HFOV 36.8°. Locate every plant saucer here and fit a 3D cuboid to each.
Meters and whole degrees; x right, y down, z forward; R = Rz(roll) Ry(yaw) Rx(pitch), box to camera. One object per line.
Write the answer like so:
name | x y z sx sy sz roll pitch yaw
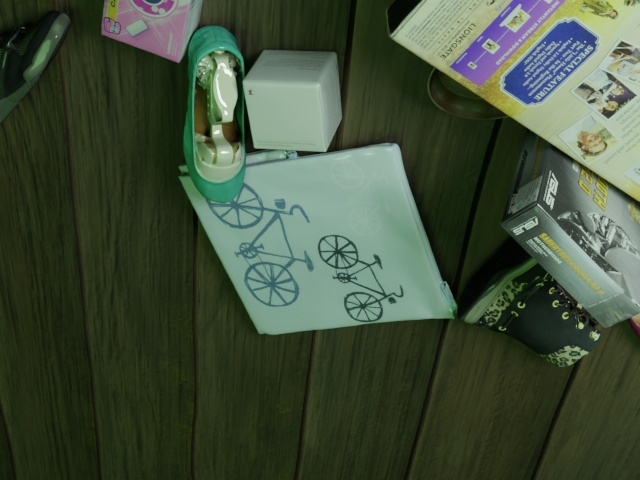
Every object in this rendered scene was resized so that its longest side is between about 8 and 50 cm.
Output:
plant saucer | 0.207 -0.198 1.118 0.168 0.029 0.168 -4 154 -2

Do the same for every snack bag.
snack bag | 0.000 0.000 1.383 0.343 0.037 0.323 -7 125 24

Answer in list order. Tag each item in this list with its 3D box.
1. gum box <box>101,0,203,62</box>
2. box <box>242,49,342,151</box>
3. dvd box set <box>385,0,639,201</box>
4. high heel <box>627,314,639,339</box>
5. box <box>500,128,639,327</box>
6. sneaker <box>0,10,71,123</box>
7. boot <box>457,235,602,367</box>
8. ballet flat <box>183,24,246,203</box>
gum box | -0.197 -0.325 1.171 0.107 0.062 0.188 21 131 2
box | -0.033 -0.177 1.217 0.101 0.087 0.102 5 128 15
dvd box set | 0.323 -0.223 0.979 0.420 0.062 0.307 27 126 -24
high heel | 0.429 0.081 1.247 0.082 0.117 0.244 -2 126 20
box | 0.306 -0.041 1.116 0.183 0.231 0.056 42 133 -15
sneaker | -0.433 -0.253 1.292 0.130 0.087 0.227 40 135 -22
boot | 0.319 0.068 1.303 0.179 0.085 0.236 30 131 -12
ballet flat | -0.135 -0.149 1.239 0.083 0.087 0.247 -6 116 -12
